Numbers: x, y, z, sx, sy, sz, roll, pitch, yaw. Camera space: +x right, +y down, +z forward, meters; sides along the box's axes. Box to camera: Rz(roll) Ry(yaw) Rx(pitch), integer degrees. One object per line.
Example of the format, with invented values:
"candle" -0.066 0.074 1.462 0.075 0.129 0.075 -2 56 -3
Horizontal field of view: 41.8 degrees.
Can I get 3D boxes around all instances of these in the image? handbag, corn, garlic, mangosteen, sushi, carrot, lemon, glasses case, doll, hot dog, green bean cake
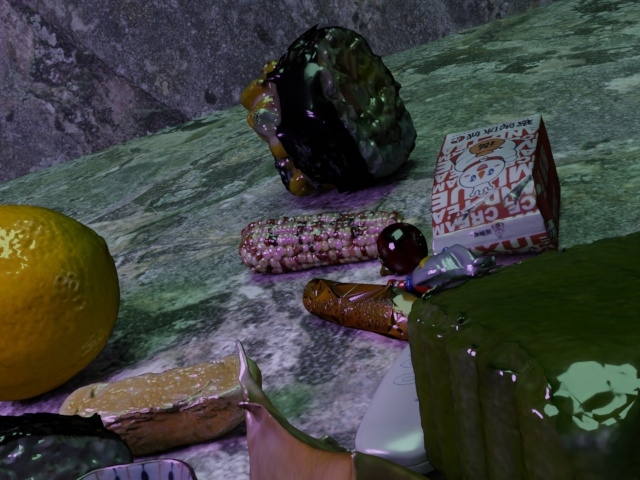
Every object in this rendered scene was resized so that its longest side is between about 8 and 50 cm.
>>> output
"handbag" 0.257 -0.056 1.236 0.171 0.151 0.298 -11 26 24
"corn" 0.000 0.000 1.345 0.281 0.092 0.092 -7 21 15
"garlic" 0.017 0.195 0.639 0.151 0.196 0.338 -17 10 -15
"mangosteen" 0.117 0.012 1.231 0.081 0.080 0.081 -14 19 5
"sushi" -0.300 0.231 0.815 0.225 0.124 0.127 1 4 -33
"carrot" 0.060 0.088 1.097 0.069 0.068 0.229 -29 23 -35
"lemon" -0.419 0.083 1.158 0.293 0.293 0.293 -14 19 5
"glasses case" 0.107 0.159 0.858 0.092 0.059 0.233 -6 20 28
"sushi" -0.006 -0.235 1.695 0.285 0.328 0.328 -20 28 32
"doll" 0.151 0.046 1.068 0.104 0.062 0.195 15 -19 -21
"hot dog" -0.179 0.195 0.955 0.243 0.073 0.084 -13 22 7
"green bean cake" 0.261 0.126 0.640 0.335 0.218 0.319 -11 11 -7

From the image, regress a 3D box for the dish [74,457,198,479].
"dish" -0.173 0.277 0.725 0.191 0.066 0.190 -13 27 7
